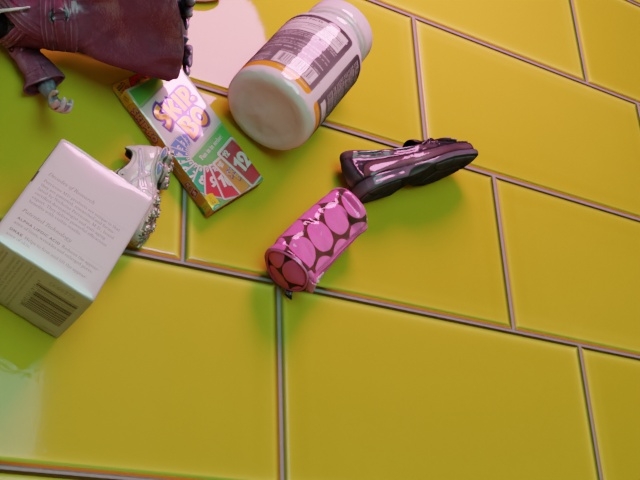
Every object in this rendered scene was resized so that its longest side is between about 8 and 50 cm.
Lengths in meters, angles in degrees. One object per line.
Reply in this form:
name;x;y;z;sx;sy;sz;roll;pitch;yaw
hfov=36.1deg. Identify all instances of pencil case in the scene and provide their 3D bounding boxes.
pencil case;0.000;0.000;1.601;0.098;0.095;0.209;27;48;18

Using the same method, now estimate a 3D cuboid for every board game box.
board game box;-0.212;-0.171;1.581;0.259;0.039;0.124;52;48;3

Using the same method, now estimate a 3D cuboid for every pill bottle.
pill bottle;-0.026;-0.292;1.687;0.162;0.162;0.278;43;49;-8

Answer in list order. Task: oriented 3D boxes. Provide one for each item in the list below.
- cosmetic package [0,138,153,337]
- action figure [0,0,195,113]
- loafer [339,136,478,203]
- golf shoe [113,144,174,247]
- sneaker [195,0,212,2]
cosmetic package;-0.349;-0.001;1.319;0.151;0.151;0.183;35;51;-15
action figure;-0.373;-0.345;1.457;0.370;0.248;0.275;0;29;-9
loafer;0.164;-0.151;1.785;0.302;0.109;0.095;-19;74;-36
golf shoe;-0.277;-0.069;1.475;0.086;0.069;0.176;13;55;-6
sneaker;-0.234;-0.484;1.663;0.221;0.128;0.087;7;63;-32
